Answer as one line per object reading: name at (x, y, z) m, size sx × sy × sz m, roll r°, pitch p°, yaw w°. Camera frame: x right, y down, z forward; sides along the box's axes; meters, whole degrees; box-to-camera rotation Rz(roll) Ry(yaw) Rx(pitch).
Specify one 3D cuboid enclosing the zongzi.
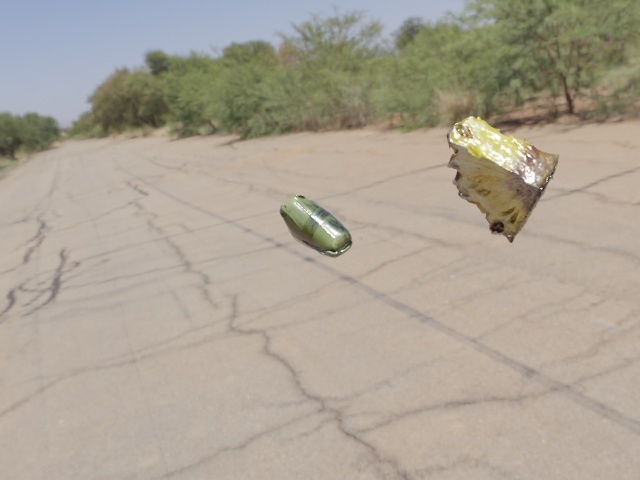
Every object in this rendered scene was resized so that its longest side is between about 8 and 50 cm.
zongzi at (0.000, 0.000, 0.917) m, size 0.052 × 0.113 × 0.104 m, roll -41°, pitch 65°, yaw -15°

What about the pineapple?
pineapple at (0.181, -0.063, 0.687) m, size 0.116 × 0.137 × 0.069 m, roll -2°, pitch 50°, yaw 57°
